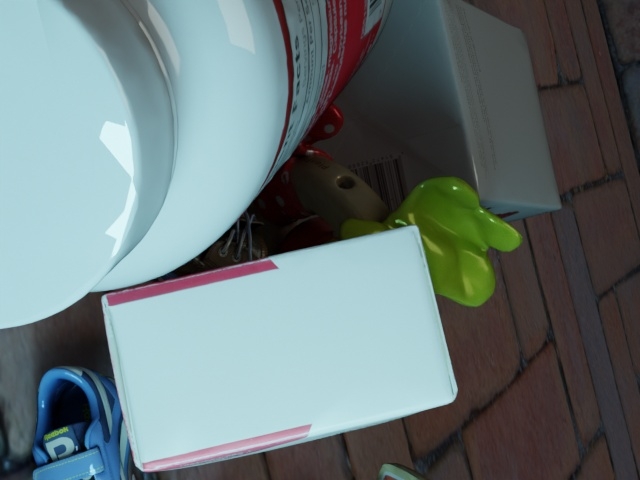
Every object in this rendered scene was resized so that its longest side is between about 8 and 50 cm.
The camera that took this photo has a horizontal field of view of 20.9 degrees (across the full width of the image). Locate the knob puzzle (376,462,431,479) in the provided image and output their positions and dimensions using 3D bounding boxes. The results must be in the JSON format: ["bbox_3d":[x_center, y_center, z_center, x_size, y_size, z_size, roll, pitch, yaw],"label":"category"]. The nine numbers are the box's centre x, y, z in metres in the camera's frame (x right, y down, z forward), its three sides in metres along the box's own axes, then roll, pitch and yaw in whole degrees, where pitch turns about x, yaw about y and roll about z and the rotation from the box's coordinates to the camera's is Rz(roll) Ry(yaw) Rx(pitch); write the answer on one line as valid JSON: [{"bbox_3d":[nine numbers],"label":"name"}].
[{"bbox_3d":[0.058,0.256,1.267,0.030,0.213,0.213,2,70,-24],"label":"knob puzzle"}]

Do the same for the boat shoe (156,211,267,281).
[{"bbox_3d":[-0.069,0.006,1.179,0.183,0.066,0.066,50,32,-51],"label":"boat shoe"}]

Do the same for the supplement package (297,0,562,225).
[{"bbox_3d":[0.077,-0.092,1.477,0.293,0.178,0.175,0,77,-69],"label":"supplement package"}]

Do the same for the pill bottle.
[{"bbox_3d":[-0.107,-0.113,0.912,0.407,0.229,0.229,-55,129,-64],"label":"pill bottle"}]

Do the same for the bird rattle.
[{"bbox_3d":[0.000,0.000,1.246,0.143,0.253,0.207,-36,150,-40],"label":"bird rattle"}]

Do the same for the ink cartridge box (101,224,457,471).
[{"bbox_3d":[-0.023,0.068,1.004,0.237,0.172,0.100,98,-21,-83],"label":"ink cartridge box"}]

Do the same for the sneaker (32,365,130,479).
[{"bbox_3d":[-0.131,0.133,0.951,0.059,0.053,0.144,51,22,-58],"label":"sneaker"}]
